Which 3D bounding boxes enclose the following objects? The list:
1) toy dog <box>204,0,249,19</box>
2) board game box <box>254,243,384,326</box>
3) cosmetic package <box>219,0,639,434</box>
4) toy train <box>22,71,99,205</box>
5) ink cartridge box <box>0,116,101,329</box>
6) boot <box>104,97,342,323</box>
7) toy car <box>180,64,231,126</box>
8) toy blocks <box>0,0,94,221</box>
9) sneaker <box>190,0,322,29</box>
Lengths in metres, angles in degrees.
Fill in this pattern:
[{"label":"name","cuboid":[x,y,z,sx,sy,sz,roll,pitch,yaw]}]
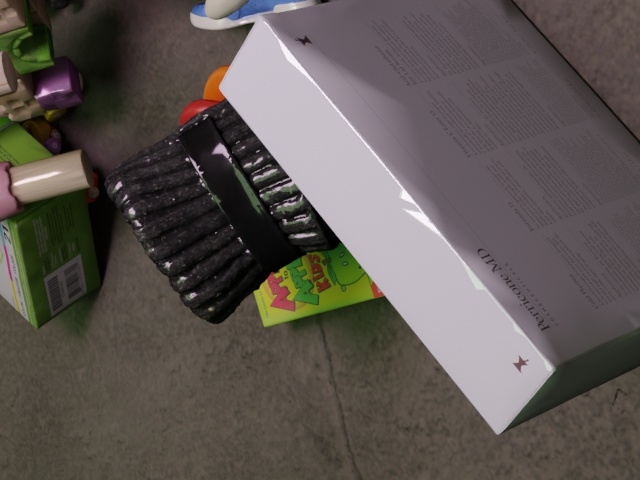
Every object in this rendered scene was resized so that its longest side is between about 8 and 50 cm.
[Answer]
[{"label":"toy dog","cuboid":[-0.130,-0.364,1.732,0.408,0.284,0.395,-23,78,56]},{"label":"board game box","cuboid":[0.004,0.023,1.866,0.181,0.043,0.092,-17,91,45]},{"label":"cosmetic package","cuboid":[0.138,-0.048,1.550,0.377,0.284,0.097,52,131,20]},{"label":"toy train","cuboid":[-0.280,-0.121,2.095,0.125,0.046,0.166,18,117,38]},{"label":"ink cartridge box","cuboid":[-0.369,-0.051,2.116,0.255,0.097,0.189,39,151,29]},{"label":"boot","cuboid":[0.000,0.000,1.696,0.348,0.260,0.131,48,175,13]},{"label":"toy car","cuboid":[-0.074,-0.084,1.828,0.159,0.136,0.182,-16,72,44]},{"label":"toy blocks","cuboid":[-0.406,-0.190,1.911,0.260,0.288,0.309,-14,65,8]},{"label":"sneaker","cuboid":[-0.070,-0.254,1.841,0.152,0.058,0.085,0,108,39]}]
